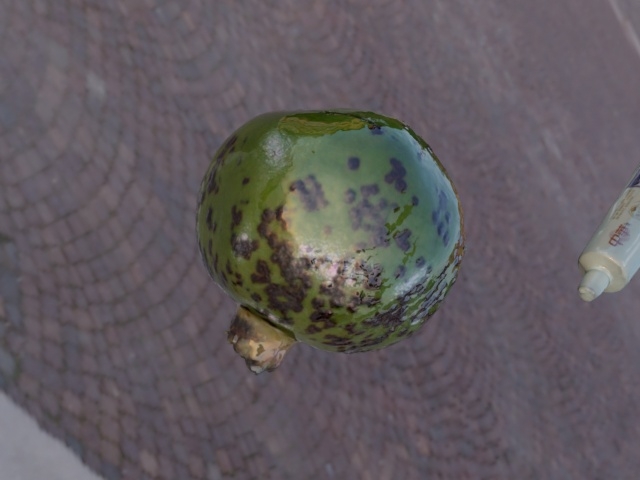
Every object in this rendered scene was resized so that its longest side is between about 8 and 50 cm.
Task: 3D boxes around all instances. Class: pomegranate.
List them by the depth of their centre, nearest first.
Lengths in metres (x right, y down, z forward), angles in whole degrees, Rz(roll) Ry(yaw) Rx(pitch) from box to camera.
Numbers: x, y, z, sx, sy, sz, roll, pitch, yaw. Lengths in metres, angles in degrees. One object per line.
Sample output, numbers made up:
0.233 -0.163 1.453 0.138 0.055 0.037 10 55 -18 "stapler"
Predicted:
0.000 0.000 1.263 0.254 0.270 0.254 37 1 -1 "pomegranate"

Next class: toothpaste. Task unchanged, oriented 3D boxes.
0.243 -0.028 1.000 0.233 0.060 0.038 -47 148 -39 "toothpaste"
